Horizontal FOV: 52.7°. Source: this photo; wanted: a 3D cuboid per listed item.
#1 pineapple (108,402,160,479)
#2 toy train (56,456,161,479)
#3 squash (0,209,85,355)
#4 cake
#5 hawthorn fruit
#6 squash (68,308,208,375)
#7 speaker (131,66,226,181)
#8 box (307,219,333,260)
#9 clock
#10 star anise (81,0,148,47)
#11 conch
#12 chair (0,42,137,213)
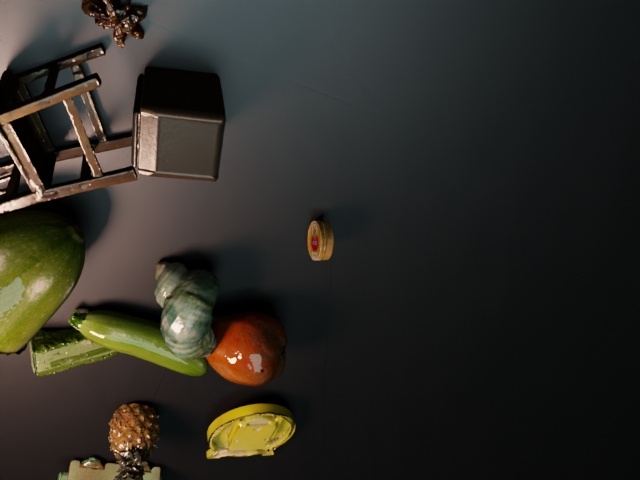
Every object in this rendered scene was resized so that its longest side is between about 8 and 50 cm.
[{"bbox_3d":[-0.548,0.614,1.869,0.157,0.279,0.158,-4,127,-6],"label":"pineapple"},{"bbox_3d":[-0.670,0.785,2.056,0.326,0.129,0.159,12,127,-20],"label":"toy train"},{"bbox_3d":[-0.695,0.046,1.463,0.309,0.310,0.310,-48,122,3],"label":"squash"},{"bbox_3d":[-0.669,0.280,1.762,0.235,0.099,0.100,-11,129,-31],"label":"cake"},{"bbox_3d":[-0.223,0.291,1.775,0.262,0.210,0.211,7,127,15],"label":"hawthorn fruit"},{"bbox_3d":[-0.477,0.266,1.740,0.394,0.107,0.107,23,117,-17],"label":"squash"},{"bbox_3d":[-0.293,-0.245,1.353,0.192,0.231,0.153,4,123,-15],"label":"speaker"},{"bbox_3d":[0.000,0.000,1.665,0.037,0.106,0.106,0,125,-21],"label":"box"},{"bbox_3d":[-0.222,0.597,2.053,0.277,0.071,0.293,10,133,-28],"label":"clock"},{"bbox_3d":[-0.418,-0.460,1.272,0.097,0.070,0.190,-27,139,20],"label":"star anise"},{"bbox_3d":[-0.340,0.169,1.656,0.195,0.220,0.277,-34,91,-24],"label":"conch"},{"bbox_3d":[-0.616,-0.215,1.330,0.415,0.203,0.241,-15,130,-4],"label":"chair"}]
